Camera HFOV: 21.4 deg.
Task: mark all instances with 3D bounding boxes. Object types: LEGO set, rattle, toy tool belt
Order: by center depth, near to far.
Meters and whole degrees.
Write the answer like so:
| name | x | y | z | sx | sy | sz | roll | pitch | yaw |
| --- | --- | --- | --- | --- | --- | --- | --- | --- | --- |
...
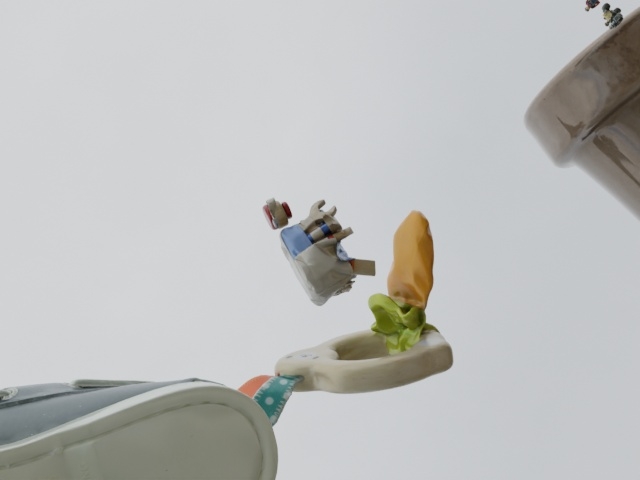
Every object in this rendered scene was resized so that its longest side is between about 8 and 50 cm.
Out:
| name | x | y | z | sx | sy | sz | roll | pitch | yaw |
| --- | --- | --- | --- | --- | --- | --- | --- | --- | --- |
| LEGO set | 0.132 | -0.141 | 0.953 | 0.023 | 0.083 | 0.054 | -53 | -18 | 18 |
| toy tool belt | 0.000 | 0.000 | 1.169 | 0.051 | 0.083 | 0.052 | -26 | -24 | -9 |
| rattle | 0.008 | 0.072 | 1.456 | 0.200 | 0.130 | 0.142 | -8 | -62 | -6 |

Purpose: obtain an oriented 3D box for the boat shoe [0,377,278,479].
| name | x | y | z | sx | sy | sz | roll | pitch | yaw |
| --- | --- | --- | --- | --- | --- | --- | --- | --- | --- |
| boat shoe | -0.184 | 0.135 | 0.871 | 0.319 | 0.099 | 0.116 | -11 | -83 | -20 |

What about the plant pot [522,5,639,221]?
| name | x | y | z | sx | sy | sz | roll | pitch | yaw |
| --- | --- | --- | --- | --- | --- | --- | --- | --- | --- |
| plant pot | 0.346 | -0.090 | 1.485 | 0.263 | 0.263 | 0.229 | -26 | -104 | -35 |
